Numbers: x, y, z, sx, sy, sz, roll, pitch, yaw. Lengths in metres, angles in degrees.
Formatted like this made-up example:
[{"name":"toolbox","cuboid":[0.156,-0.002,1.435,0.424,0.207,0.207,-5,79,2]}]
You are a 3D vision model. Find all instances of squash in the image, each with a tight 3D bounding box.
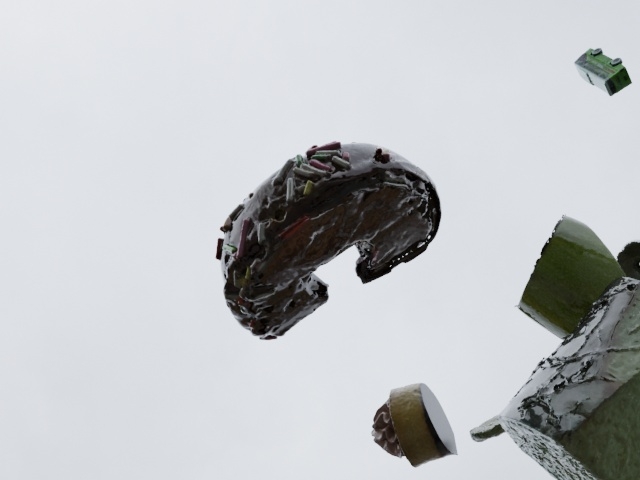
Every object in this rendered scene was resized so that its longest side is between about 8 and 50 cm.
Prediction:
[{"name":"squash","cuboid":[0.453,0.095,1.010,0.260,0.189,0.189,29,-63,22]}]

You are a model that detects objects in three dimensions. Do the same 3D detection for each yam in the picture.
[{"name":"yam","cuboid":[0.368,0.184,0.815,0.271,0.201,0.202,-44,-84,-15]}]

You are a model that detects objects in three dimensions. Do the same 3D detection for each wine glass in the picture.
[{"name":"wine glass","cuboid":[0.528,0.029,1.084,0.074,0.262,0.074,1,-87,24]}]

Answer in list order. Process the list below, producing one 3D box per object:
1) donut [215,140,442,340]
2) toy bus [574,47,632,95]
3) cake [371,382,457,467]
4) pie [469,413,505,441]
[{"name":"donut","cuboid":[-0.003,-0.013,0.911,0.345,0.136,0.259,-35,-34,0]},{"name":"toy bus","cuboid":[0.349,-0.210,0.812,0.037,0.083,0.031,-37,-58,11]},{"name":"cake","cuboid":[0.212,0.464,1.596,0.178,0.185,0.208,-32,-104,13]},{"name":"pie","cuboid":[0.451,0.449,1.611,0.187,0.187,0.041,-30,-107,12]}]
